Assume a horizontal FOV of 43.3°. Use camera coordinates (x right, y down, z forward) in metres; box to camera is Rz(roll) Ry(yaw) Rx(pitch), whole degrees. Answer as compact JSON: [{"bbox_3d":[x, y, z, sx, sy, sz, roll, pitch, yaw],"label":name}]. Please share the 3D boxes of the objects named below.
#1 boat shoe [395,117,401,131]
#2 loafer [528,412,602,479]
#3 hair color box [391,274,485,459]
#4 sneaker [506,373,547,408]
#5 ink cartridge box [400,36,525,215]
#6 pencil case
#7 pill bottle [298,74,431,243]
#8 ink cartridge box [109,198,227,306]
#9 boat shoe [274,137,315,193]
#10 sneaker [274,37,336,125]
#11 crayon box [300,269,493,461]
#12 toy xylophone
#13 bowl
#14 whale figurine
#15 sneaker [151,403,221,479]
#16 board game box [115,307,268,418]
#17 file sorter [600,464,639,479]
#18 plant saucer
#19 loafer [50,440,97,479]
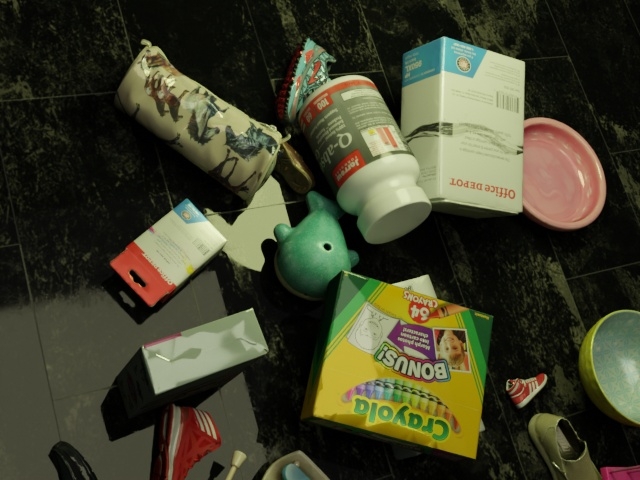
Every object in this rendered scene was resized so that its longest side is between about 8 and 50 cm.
[{"bbox_3d":[0.316,-0.340,2.136,0.319,0.099,0.116,-33,84,-29],"label":"boat shoe"},{"bbox_3d":[0.597,0.528,1.909,0.102,0.092,0.269,-33,85,-29],"label":"loafer"},{"bbox_3d":[0.209,0.284,1.835,0.185,0.113,0.375,-12,75,-25],"label":"hair color box"},{"bbox_3d":[0.502,0.349,1.970,0.118,0.042,0.067,-39,91,-28],"label":"sneaker"},{"bbox_3d":[0.352,-0.266,2.004,0.285,0.166,0.395,7,82,-33],"label":"ink cartridge box"},{"bbox_3d":[-0.275,-0.275,1.827,0.410,0.160,0.184,35,90,-6],"label":"pencil case"},{"bbox_3d":[0.107,-0.190,1.893,0.210,0.210,0.363,-13,64,-26],"label":"pill bottle"},{"bbox_3d":[-0.330,0.035,1.732,0.134,0.078,0.231,46,60,1],"label":"ink cartridge box"},{"bbox_3d":[-0.078,-0.191,1.943,0.178,0.064,0.060,51,30,2],"label":"boat shoe"},{"bbox_3d":[-0.026,-0.388,2.014,0.125,0.104,0.262,25,62,-14],"label":"sneaker"},{"bbox_3d":[0.168,0.267,1.701,0.362,0.106,0.313,17,66,-12],"label":"crayon box"},{"bbox_3d":[-0.106,0.552,1.558,0.236,0.081,0.323,43,45,-27],"label":"toy xylophone"},{"bbox_3d":[0.748,0.331,2.013,0.289,0.156,0.290,8,67,-19],"label":"bowl"},{"bbox_3d":[0.000,0.000,1.847,0.216,0.141,0.272,22,59,-12],"label":"whale figurine"},{"bbox_3d":[-0.258,0.441,1.597,0.128,0.087,0.221,12,78,-28],"label":"sneaker"},{"bbox_3d":[-0.255,0.242,1.550,0.223,0.303,0.098,-16,76,-27],"label":"board game box"},{"bbox_3d":[0.834,0.626,1.881,0.290,0.182,0.202,11,65,-33],"label":"file sorter"},{"bbox_3d":[0.623,-0.173,2.206,0.331,0.084,0.332,9,67,-20],"label":"plant saucer"},{"bbox_3d":[-0.449,0.482,1.505,0.078,0.076,0.223,-27,85,-37],"label":"loafer"}]
